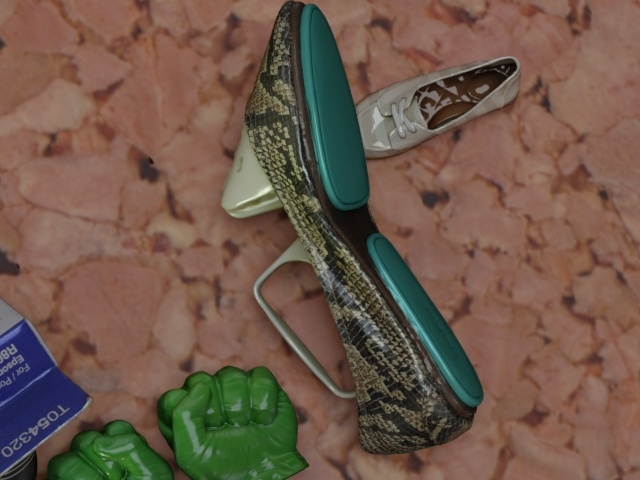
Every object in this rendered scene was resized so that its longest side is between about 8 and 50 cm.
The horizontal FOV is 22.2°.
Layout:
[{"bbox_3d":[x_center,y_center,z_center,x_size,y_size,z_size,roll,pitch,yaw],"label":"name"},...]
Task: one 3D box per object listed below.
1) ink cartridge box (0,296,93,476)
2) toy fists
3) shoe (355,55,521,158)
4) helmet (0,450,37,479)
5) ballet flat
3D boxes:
[{"bbox_3d":[-0.424,0.157,1.512,0.324,0.330,0.071,-38,128,-19],"label":"ink cartridge box"},{"bbox_3d":[-0.153,0.224,1.644,0.279,0.096,0.142,-28,82,-11],"label":"toy fists"},{"bbox_3d":[0.121,-0.151,1.778,0.219,0.058,0.076,-22,82,-12],"label":"shoe"},{"bbox_3d":[-0.356,0.228,1.577,0.169,0.161,0.169,2,78,-8],"label":"helmet"},{"bbox_3d":[0.000,0.000,1.686,0.182,0.164,0.483,-24,87,18],"label":"ballet flat"}]
